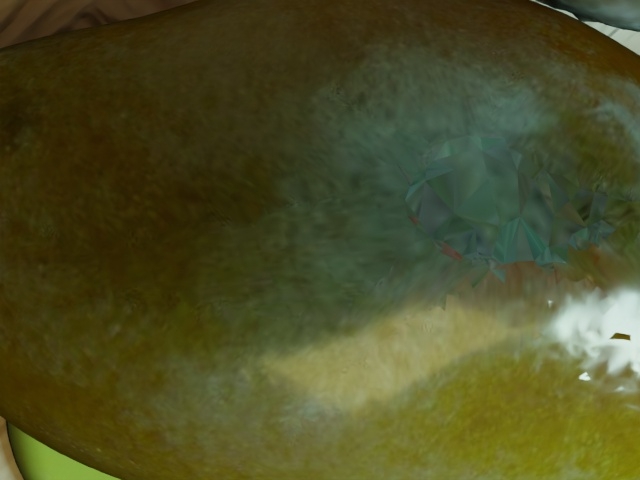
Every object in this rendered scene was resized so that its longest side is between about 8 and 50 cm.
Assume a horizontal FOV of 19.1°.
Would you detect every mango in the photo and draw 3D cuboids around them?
[{"bbox_3d":[0.000,0.000,0.756,0.384,0.199,0.221,9,84,-1],"label":"mango"}]

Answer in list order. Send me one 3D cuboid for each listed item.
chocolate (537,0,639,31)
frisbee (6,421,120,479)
[{"bbox_3d":[0.182,-0.207,0.732,0.185,0.100,0.303,11,117,-19],"label":"chocolate"},{"bbox_3d":[-0.033,0.075,0.909,0.236,0.017,0.236,-8,126,-11],"label":"frisbee"}]
